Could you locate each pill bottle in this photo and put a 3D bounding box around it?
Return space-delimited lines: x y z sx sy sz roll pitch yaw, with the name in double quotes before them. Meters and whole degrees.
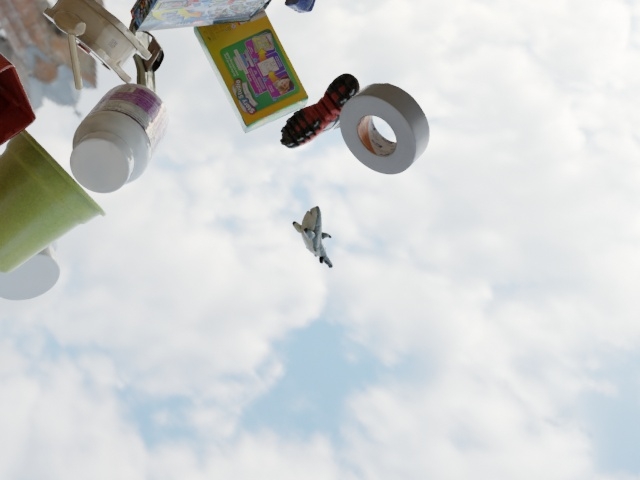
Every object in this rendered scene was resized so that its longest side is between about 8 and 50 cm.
"pill bottle" -0.439 -0.220 1.889 0.169 0.169 0.301 -12 -153 10
"pill bottle" -0.867 -0.037 2.442 0.224 0.224 0.392 -24 -126 -6

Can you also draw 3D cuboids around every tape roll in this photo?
"tape roll" 0.155 -0.270 2.107 0.219 0.219 0.072 14 -138 36

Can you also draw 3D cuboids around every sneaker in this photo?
"sneaker" 0.015 -0.338 2.372 0.276 0.135 0.098 -38 -113 17

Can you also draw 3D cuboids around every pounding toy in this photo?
"pounding toy" -0.456 -0.378 1.654 0.154 0.269 0.155 37 -93 18

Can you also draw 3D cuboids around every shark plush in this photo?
"shark plush" 0.000 0.000 2.060 0.067 0.161 0.073 -33 -163 -16

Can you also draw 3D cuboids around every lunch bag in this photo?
"lunch bag" -0.058 -0.728 2.635 0.098 0.065 0.067 20 -93 56

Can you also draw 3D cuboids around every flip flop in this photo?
"flip flop" -0.476 -0.506 2.434 0.080 0.277 0.112 -2 -168 13

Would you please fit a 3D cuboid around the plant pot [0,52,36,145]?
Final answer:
"plant pot" -0.745 -0.291 1.662 0.267 0.267 0.236 -39 -97 -16

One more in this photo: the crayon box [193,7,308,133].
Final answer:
"crayon box" -0.164 -0.413 2.032 0.165 0.278 0.081 -26 179 -10

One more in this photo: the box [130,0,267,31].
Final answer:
"box" -0.206 -0.433 1.552 0.233 0.044 0.159 -14 176 -29

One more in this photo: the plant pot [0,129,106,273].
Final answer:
"plant pot" -0.662 -0.072 1.920 0.254 0.276 0.276 -45 -138 -10

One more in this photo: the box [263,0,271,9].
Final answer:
"box" -0.175 -0.774 2.227 0.322 0.257 0.079 -48 -137 37
